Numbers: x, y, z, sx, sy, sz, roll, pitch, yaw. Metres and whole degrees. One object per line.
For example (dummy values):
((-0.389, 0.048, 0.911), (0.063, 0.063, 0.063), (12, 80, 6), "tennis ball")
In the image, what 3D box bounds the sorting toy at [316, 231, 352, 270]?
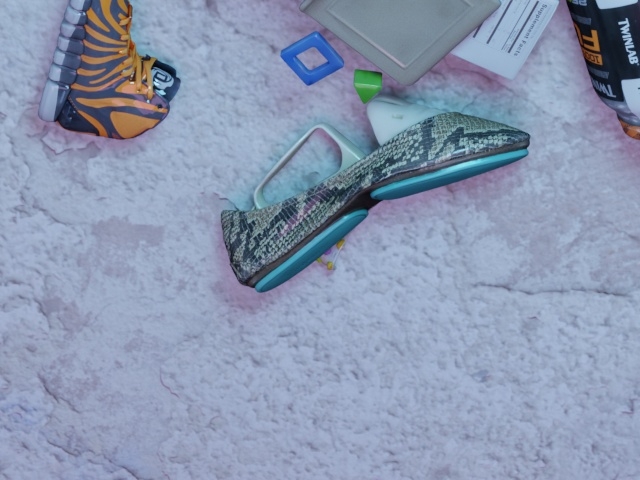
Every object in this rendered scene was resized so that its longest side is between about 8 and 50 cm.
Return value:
((0.000, 0.000, 2.248), (0.075, 0.045, 0.083), (30, 121, 11), "sorting toy")

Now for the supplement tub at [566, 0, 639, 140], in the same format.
((0.423, -0.299, 1.927), (0.194, 0.193, 0.316), (-16, 117, 15), "supplement tub")

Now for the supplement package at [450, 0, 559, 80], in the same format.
((0.177, -0.339, 1.958), (0.244, 0.139, 0.134), (22, 127, -8), "supplement package")

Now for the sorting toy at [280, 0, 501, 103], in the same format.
((0.101, -0.304, 1.881), (0.196, 0.047, 0.348), (32, 130, -23), "sorting toy")

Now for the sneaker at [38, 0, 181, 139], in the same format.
((-0.271, -0.275, 2.075), (0.180, 0.124, 0.321), (17, 132, -9), "sneaker")

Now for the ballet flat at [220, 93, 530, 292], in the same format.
((0.053, -0.098, 2.121), (0.483, 0.164, 0.182), (-28, 81, 21), "ballet flat")
